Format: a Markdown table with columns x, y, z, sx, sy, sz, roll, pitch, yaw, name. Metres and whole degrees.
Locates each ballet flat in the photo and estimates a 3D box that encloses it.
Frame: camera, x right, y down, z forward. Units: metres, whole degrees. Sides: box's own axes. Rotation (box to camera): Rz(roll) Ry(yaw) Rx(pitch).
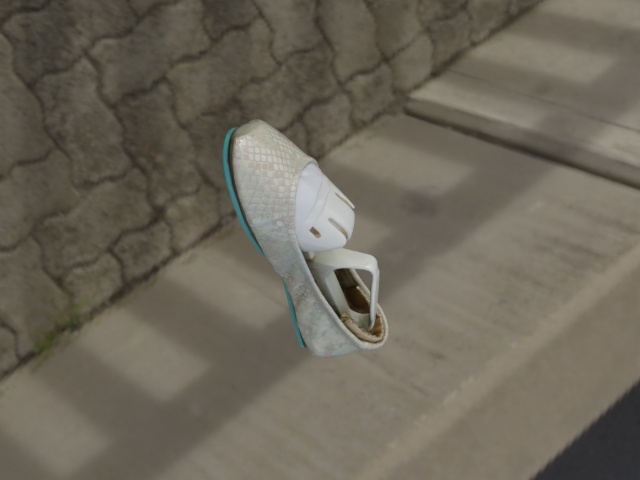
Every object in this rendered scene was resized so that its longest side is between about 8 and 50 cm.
| x | y | z | sx | sy | sz | roll | pitch | yaw | name |
| --- | --- | --- | --- | --- | --- | --- | --- | --- | --- |
| 0.000 | 0.000 | 0.611 | 0.168 | 0.052 | 0.057 | 68 | 30 | -49 | ballet flat |
